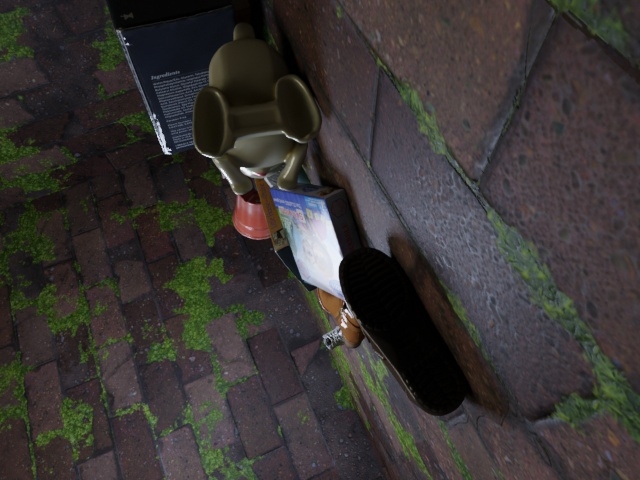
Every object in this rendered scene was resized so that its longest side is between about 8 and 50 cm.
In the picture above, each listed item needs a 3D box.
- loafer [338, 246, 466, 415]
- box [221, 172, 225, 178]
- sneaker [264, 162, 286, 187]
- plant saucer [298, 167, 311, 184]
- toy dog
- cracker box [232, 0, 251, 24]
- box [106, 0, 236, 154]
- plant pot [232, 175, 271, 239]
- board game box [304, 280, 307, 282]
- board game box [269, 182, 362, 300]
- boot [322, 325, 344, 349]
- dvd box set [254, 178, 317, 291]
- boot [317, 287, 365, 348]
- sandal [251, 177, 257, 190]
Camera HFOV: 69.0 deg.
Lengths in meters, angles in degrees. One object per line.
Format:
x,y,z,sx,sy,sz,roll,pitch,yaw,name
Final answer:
0.142,0.182,0.936,0.130,0.134,0.365,87,159,-63,loafer
-0.370,-0.399,1.973,0.256,0.123,0.128,106,147,-54,box
-0.152,-0.292,1.545,0.127,0.126,0.320,107,151,-69,sneaker
-0.054,-0.124,1.629,0.317,0.044,0.317,157,90,-81,plant saucer
-0.186,-0.307,1.232,0.408,0.285,0.394,106,143,-78,toy dog
-0.275,-0.737,1.361,0.156,0.067,0.232,164,83,-79,cracker box
-0.431,-0.604,1.367,0.471,0.298,0.479,94,154,-64,box
-0.308,-0.188,2.325,0.265,0.273,0.272,102,146,-59,plant pot
-0.005,0.088,1.598,0.035,0.136,0.201,24,174,-6,board game box
0.000,0.000,1.293,0.319,0.066,0.317,18,132,58,board game box
0.075,0.379,1.809,0.258,0.124,0.095,93,154,-69,boot
-0.131,-0.037,1.836,0.307,0.062,0.420,55,-170,-49,dvd box set
0.068,0.189,1.480,0.220,0.109,0.283,92,162,-57,boot
-0.247,-0.386,1.991,0.445,0.107,0.167,99,151,-49,sandal
